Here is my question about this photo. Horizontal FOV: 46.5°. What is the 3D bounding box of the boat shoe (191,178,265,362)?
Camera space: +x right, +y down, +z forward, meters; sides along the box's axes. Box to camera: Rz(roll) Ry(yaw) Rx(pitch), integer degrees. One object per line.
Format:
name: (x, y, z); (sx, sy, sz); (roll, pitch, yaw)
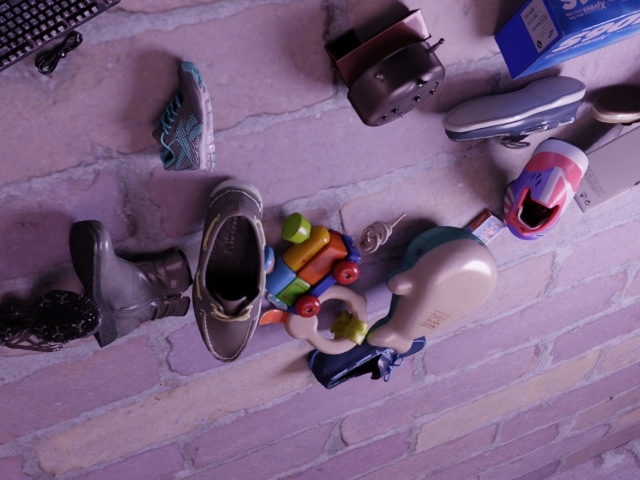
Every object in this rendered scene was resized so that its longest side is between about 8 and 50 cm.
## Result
boat shoe: (-0.137, 0.064, 1.109); (0.109, 0.091, 0.305); (3, 118, -8)

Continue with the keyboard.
keyboard: (-0.303, -0.230, 0.802); (0.180, 0.023, 0.108); (-29, 142, 1)

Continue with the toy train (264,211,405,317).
toy train: (0.000, 0.000, 1.190); (0.248, 0.105, 0.143); (-43, 126, 16)

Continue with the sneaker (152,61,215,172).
sneaker: (-0.176, -0.147, 0.942); (0.076, 0.065, 0.166); (-12, 137, -15)

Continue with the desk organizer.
desk organizer: (0.075, -0.262, 0.981); (0.130, 0.047, 0.050); (-32, 139, 3)

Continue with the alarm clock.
alarm clock: (0.101, -0.200, 1.012); (0.129, 0.064, 0.192); (-30, 177, -13)

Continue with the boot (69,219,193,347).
boot: (-0.271, 0.043, 1.095); (0.161, 0.083, 0.246); (-23, 143, -28)

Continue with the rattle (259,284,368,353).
rattle: (-0.020, 0.138, 1.373); (0.199, 0.143, 0.130); (-1, 103, -10)

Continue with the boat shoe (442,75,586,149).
boat shoe: (0.303, -0.190, 1.167); (0.254, 0.095, 0.079); (-22, 130, -23)

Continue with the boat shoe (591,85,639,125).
boat shoe: (0.543, -0.226, 1.300); (0.190, 0.068, 0.072); (-11, 152, -21)

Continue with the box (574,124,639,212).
box: (0.565, -0.152, 1.303); (0.275, 0.094, 0.113); (-29, 174, 18)

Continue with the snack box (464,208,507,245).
snack box: (0.272, 0.016, 1.425); (0.178, 0.022, 0.064); (-45, 138, 18)

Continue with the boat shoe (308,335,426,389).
boat shoe: (0.105, 0.252, 1.526); (0.258, 0.089, 0.109); (-16, 140, -17)

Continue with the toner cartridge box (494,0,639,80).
toner cartridge box: (0.435, -0.335, 1.039); (0.347, 0.075, 0.165); (-21, 177, -10)

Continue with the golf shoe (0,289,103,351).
golf shoe: (-0.381, 0.119, 1.066); (0.198, 0.077, 0.094); (-5, 159, 22)

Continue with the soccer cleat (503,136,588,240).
soccer cleat: (0.361, -0.055, 1.270); (0.116, 0.108, 0.318); (-58, 169, -17)

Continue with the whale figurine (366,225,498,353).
whale figurine: (0.189, 0.087, 1.354); (0.216, 0.141, 0.272); (20, 121, -37)
